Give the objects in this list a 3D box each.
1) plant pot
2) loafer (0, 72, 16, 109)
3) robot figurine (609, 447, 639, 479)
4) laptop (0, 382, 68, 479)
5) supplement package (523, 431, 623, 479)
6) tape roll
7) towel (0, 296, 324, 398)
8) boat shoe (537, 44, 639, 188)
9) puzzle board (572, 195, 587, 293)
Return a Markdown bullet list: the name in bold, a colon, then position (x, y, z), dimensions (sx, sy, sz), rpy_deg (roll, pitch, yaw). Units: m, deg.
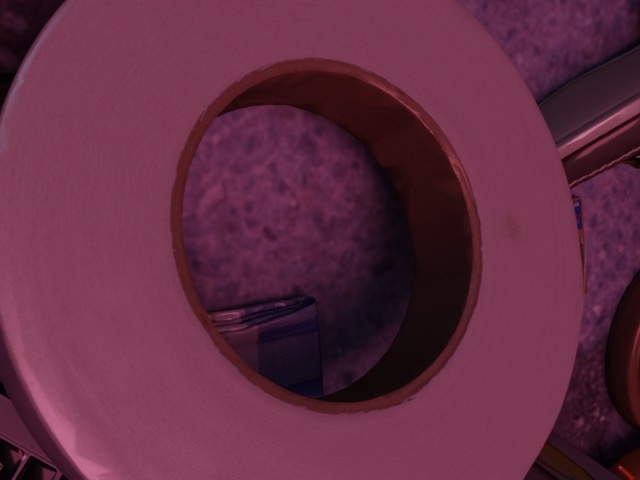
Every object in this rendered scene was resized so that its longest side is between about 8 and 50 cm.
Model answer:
- **plant pot**: position (0.411, 0.108, 0.769), dimensions (0.237, 0.109, 0.238), rpy_deg (-7, 107, -24)
- **loafer**: position (-0.222, -0.084, 0.439), dimensions (0.170, 0.062, 0.061), rpy_deg (-16, 107, -22)
- **robot figurine**: position (0.353, 0.300, 0.787), dimensions (0.128, 0.158, 0.220), rpy_deg (-36, 121, -35)
- **laptop**: position (-0.295, 0.258, 0.380), dimensions (0.407, 0.236, 0.382), rpy_deg (32, 95, -7)
- **supplement package**: position (0.141, 0.246, 0.628), dimensions (0.194, 0.203, 0.149), rpy_deg (9, 101, -28)
- **tape roll**: position (0.000, 0.000, 0.475), dimensions (0.391, 0.072, 0.392), rpy_deg (7, 77, -29)
- **towel**: position (-0.123, 0.159, 0.574), dimensions (0.284, 0.034, 0.209), rpy_deg (-11, 110, -23)
- **boat shoe**: position (0.280, -0.114, 0.639), dimensions (0.305, 0.109, 0.091), rpy_deg (-34, 114, -16)
- **puzzle board**: position (0.182, 0.022, 0.690), dimensions (0.128, 0.011, 0.097), rpy_deg (-18, 111, -20)
